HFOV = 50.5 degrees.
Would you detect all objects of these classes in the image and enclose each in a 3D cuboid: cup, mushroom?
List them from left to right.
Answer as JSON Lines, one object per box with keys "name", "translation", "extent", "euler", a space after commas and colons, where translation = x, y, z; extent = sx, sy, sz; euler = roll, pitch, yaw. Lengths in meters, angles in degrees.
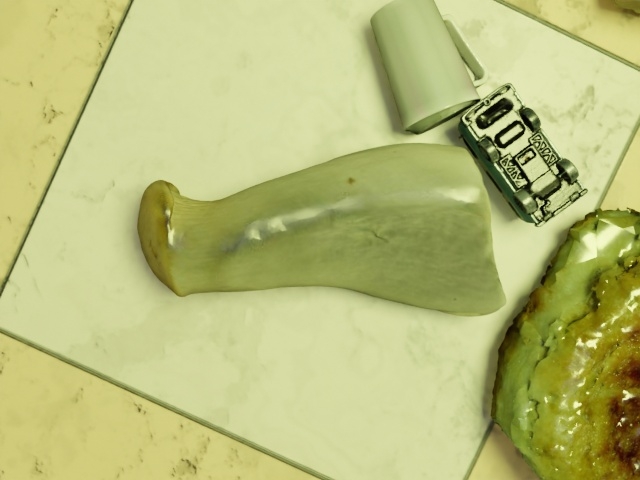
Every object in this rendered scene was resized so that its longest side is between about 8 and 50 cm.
{"name": "mushroom", "translation": [0.000, 0.000, 0.610], "extent": [0.328, 0.122, 0.159], "euler": [-5, 84, 0]}
{"name": "cup", "translation": [0.107, -0.167, 0.634], "extent": [0.104, 0.074, 0.116], "euler": [-20, 88, -24]}

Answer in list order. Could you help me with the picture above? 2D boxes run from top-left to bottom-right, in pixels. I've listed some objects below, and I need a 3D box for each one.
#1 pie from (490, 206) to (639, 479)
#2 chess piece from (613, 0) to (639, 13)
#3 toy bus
{"name": "pie", "translation": [0.325, 0.144, 0.629], "extent": [0.288, 0.103, 0.355], "euler": [-40, 93, 3]}
{"name": "chess piece", "translation": [0.464, -0.205, 0.612], "extent": [0.396, 0.117, 0.117], "euler": [12, 93, 0]}
{"name": "toy bus", "translation": [0.180, -0.078, 0.629], "extent": [0.060, 0.075, 0.123], "euler": [-36, 92, 1]}
